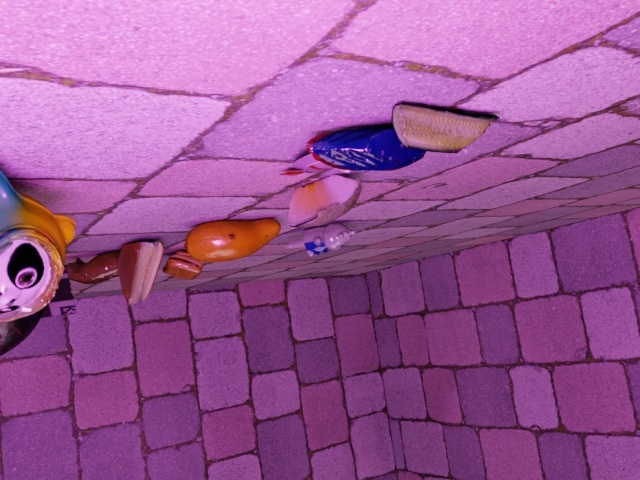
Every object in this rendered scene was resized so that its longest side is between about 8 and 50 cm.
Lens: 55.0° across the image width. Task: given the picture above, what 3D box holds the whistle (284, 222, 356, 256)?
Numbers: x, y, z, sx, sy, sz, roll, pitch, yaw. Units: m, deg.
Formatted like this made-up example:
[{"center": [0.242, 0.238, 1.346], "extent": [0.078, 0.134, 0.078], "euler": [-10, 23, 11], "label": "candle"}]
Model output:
[{"center": [0.000, 0.000, 1.945], "extent": [0.244, 0.092, 0.110], "euler": [-13, -178, 22], "label": "whistle"}]

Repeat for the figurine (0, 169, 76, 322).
[{"center": [-0.553, 0.008, 0.933], "extent": [0.323, 0.231, 0.340], "euler": [-47, 150, 13], "label": "figurine"}]

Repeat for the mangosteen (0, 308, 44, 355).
[{"center": [-0.688, 0.081, 1.184], "extent": [0.300, 0.300, 0.300], "euler": [-8, 172, -1], "label": "mangosteen"}]

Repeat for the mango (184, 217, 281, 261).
[{"center": [-0.232, 0.001, 1.647], "extent": [0.262, 0.109, 0.157], "euler": [-7, 169, -21], "label": "mango"}]

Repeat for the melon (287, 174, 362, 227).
[{"center": [0.026, -0.090, 1.336], "extent": [0.202, 0.093, 0.139], "euler": [-24, 162, 34], "label": "melon"}]

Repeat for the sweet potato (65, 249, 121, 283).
[{"center": [-0.634, 0.067, 1.866], "extent": [0.285, 0.085, 0.112], "euler": [-18, -152, -8], "label": "sweet potato"}]

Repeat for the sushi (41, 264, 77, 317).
[{"center": [-0.773, 0.063, 1.410], "extent": [0.373, 0.100, 0.296], "euler": [-4, -144, -28], "label": "sushi"}]

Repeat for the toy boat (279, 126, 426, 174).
[{"center": [0.025, -0.148, 1.066], "extent": [0.318, 0.072, 0.219], "euler": [-2, 180, 34], "label": "toy boat"}]

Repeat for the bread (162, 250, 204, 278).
[{"center": [-0.457, 0.083, 2.053], "extent": [0.116, 0.077, 0.200], "euler": [23, 162, -14], "label": "bread"}]

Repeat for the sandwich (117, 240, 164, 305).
[{"center": [-0.523, 0.072, 1.783], "extent": [0.094, 0.096, 0.258], "euler": [-7, 139, -39], "label": "sandwich"}]

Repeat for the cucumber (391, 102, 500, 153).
[{"center": [0.194, -0.176, 0.980], "extent": [0.220, 0.070, 0.046], "euler": [-1, -161, -32], "label": "cucumber"}]

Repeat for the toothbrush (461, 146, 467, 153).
[{"center": [0.235, -0.167, 1.068], "extent": [0.013, 0.011, 0.131], "euler": [-19, -161, 4], "label": "toothbrush"}]
